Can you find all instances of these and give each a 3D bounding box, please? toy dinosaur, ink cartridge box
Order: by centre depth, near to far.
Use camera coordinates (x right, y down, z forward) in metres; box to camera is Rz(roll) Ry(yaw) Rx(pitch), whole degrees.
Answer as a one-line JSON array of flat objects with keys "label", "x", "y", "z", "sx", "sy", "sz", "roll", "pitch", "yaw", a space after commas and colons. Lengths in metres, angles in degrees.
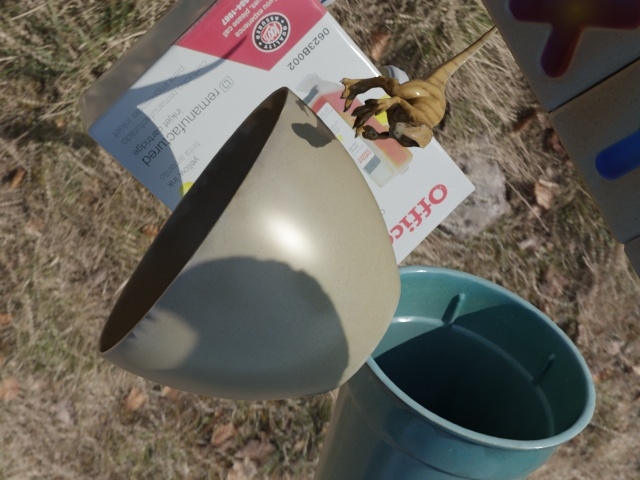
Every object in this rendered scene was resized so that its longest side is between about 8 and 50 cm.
[{"label": "toy dinosaur", "x": 0.082, "y": -0.119, "z": 0.783, "sx": 0.112, "sy": 0.211, "sz": 0.064, "roll": 4, "pitch": 126, "yaw": 20}, {"label": "ink cartridge box", "x": -0.045, "y": -0.111, "z": 1.093, "sx": 0.279, "sy": 0.160, "sz": 0.384, "roll": -44, "pitch": 117, "yaw": 2}]

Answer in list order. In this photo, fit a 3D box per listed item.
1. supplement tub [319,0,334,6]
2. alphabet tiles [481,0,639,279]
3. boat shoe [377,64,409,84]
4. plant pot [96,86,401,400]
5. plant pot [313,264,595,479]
[{"label": "supplement tub", "x": -0.097, "y": -0.498, "z": 1.421, "sx": 0.228, "sy": 0.316, "sz": 0.229, "roll": -4, "pitch": 83, "yaw": 37}, {"label": "alphabet tiles", "x": 0.223, "y": -0.101, "z": 0.260, "sx": 0.342, "sy": 0.011, "sz": 0.285, "roll": -32, "pitch": 81, "yaw": 32}, {"label": "boat shoe", "x": 0.081, "y": -0.204, "z": 1.494, "sx": 0.094, "sy": 0.302, "sz": 0.109, "roll": 22, "pitch": 127, "yaw": -11}, {"label": "plant pot", "x": -0.041, "y": 0.032, "z": 0.833, "sx": 0.191, "sy": 0.284, "sz": 0.284, "roll": 36, "pitch": 104, "yaw": -15}, {"label": "plant pot", "x": 0.154, "y": 0.270, "z": 1.293, "sx": 0.341, "sy": 0.341, "sz": 0.334, "roll": 15, "pitch": 123, "yaw": -7}]
